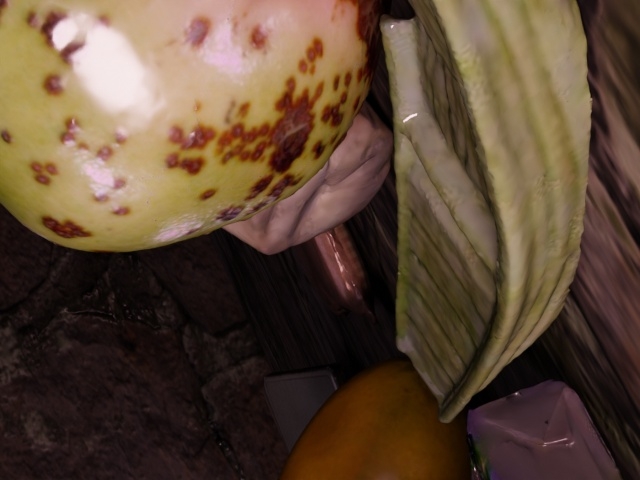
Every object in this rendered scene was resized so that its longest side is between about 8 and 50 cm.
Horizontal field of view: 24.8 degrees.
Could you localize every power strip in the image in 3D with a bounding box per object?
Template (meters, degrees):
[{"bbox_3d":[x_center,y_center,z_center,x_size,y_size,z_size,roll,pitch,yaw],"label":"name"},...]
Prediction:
[{"bbox_3d":[0.032,0.206,1.382,0.198,0.064,0.213,68,160,-1],"label":"power strip"}]

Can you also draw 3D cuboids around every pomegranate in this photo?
[{"bbox_3d":[-0.051,-0.112,0.524,0.248,0.214,0.214,-23,91,51],"label":"pomegranate"}]

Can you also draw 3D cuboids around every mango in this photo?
[{"bbox_3d":[0.035,0.188,0.847,0.139,0.175,0.254,15,141,28],"label":"mango"}]

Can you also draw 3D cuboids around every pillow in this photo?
[{"bbox_3d":[-0.001,-0.003,1.070,0.135,0.034,0.211,63,175,-2],"label":"pillow"}]

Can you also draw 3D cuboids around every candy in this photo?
[{"bbox_3d":[0.111,0.176,0.689,0.312,0.061,0.088,76,171,-56],"label":"candy"}]

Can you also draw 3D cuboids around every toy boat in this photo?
[{"bbox_3d":[0.050,-0.024,0.500,0.293,0.055,0.093,79,165,-59],"label":"toy boat"}]

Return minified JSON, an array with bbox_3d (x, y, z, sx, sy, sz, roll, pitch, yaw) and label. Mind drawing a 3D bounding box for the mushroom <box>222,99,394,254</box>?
[{"bbox_3d":[-0.123,-0.113,0.772,0.336,0.314,0.314,42,165,18],"label":"mushroom"}]
